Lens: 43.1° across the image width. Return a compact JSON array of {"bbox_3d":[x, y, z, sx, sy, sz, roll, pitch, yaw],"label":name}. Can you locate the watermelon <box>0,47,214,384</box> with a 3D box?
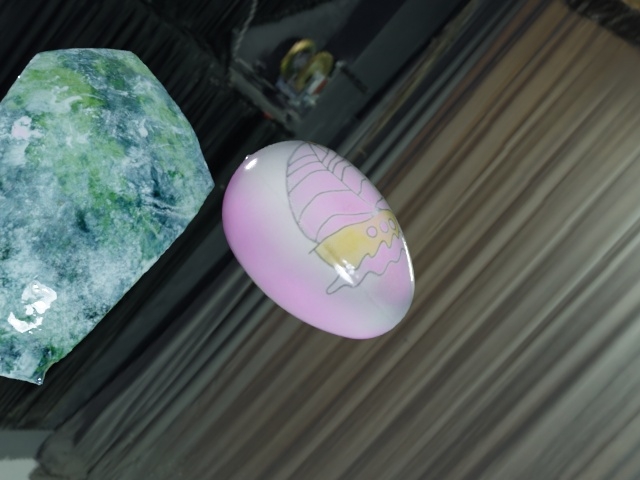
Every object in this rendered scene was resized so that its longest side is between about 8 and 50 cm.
[{"bbox_3d":[-0.289,-0.028,0.894,0.228,0.387,0.258,37,-24,-16],"label":"watermelon"}]

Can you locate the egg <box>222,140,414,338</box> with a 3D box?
[{"bbox_3d":[0.000,0.000,0.994,0.271,0.196,0.196,46,9,19],"label":"egg"}]
